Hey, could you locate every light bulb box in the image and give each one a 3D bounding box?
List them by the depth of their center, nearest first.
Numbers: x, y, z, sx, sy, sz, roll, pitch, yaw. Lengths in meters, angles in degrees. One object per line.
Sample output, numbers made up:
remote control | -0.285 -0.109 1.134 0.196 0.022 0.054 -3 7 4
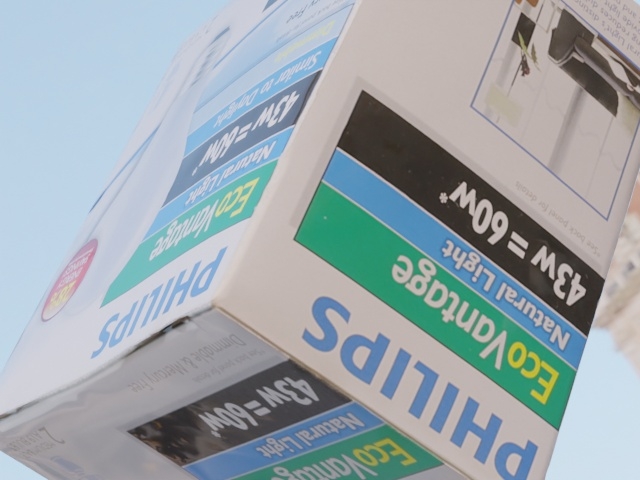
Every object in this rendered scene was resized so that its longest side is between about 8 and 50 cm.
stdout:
light bulb box | 0.000 0.000 0.969 0.225 0.361 0.358 35 -33 -19
